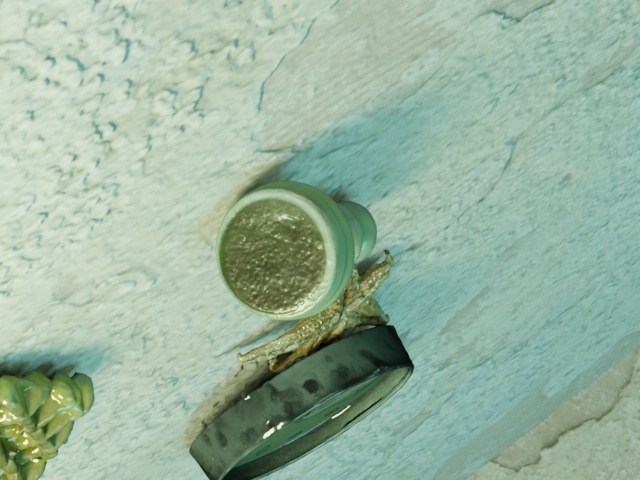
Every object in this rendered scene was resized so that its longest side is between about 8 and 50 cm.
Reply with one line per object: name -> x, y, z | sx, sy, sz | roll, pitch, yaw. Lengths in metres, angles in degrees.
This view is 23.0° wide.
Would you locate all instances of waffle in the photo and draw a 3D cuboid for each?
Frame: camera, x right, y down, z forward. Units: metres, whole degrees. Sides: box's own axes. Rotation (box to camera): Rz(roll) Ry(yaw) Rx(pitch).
waffle -> -0.372, 0.234, 1.569 | 0.292, 0.056, 0.309 | -49, 159, 24

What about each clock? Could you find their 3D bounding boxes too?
clock -> -0.022, 0.224, 2.077 | 0.319, 0.066, 0.319 | -29, 165, -9

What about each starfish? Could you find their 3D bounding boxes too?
starfish -> 0.004, 0.093, 1.932 | 0.231, 0.048, 0.295 | -38, 159, -4

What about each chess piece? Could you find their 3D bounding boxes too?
chess piece -> 0.000, 0.000, 1.654 | 0.139, 0.139, 0.272 | -46, 170, 18
